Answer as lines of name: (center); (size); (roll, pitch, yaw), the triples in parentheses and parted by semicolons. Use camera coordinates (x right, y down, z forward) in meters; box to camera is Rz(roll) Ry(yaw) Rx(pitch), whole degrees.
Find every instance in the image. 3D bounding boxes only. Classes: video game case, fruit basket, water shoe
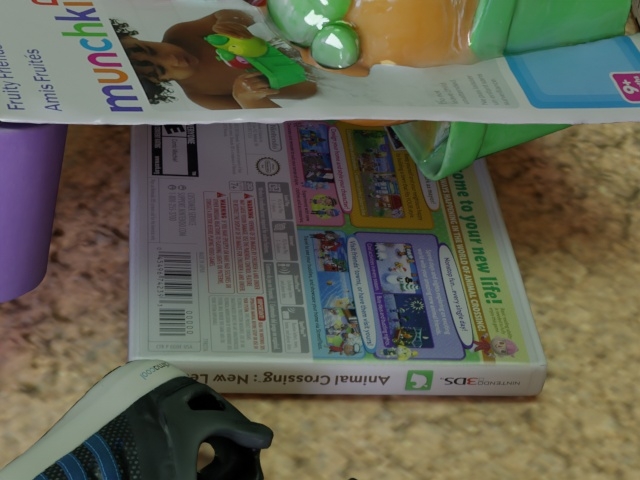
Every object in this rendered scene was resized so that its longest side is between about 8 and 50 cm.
video game case: (0.000, 0.000, 0.801); (0.193, 0.023, 0.212); (1, 37, -7)
fruit basket: (-0.023, -0.159, 0.828); (0.353, 0.165, 0.327); (3, 34, -24)
water shoe: (-0.084, 0.117, 0.596); (0.080, 0.073, 0.203); (22, 40, 14)

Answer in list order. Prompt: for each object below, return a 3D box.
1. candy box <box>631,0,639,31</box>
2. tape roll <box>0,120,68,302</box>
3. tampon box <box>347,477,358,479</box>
candy box: (0.283, -0.208, 1.076); (0.159, 0.071, 0.233); (3, 38, -6)
tape roll: (-0.211, -0.035, 0.708); (0.189, 0.080, 0.189); (10, 13, -2)
tampon box: (-0.003, 0.180, 0.488); (0.101, 0.120, 0.161); (28, 43, 26)
